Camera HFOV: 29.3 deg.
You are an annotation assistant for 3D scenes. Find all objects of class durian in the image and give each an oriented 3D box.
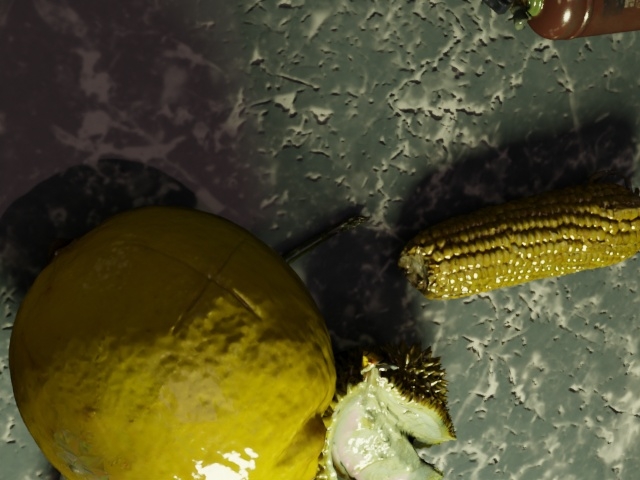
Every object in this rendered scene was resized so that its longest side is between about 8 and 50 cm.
[{"bbox_3d":[0.040,0.173,1.259,0.193,0.138,0.237,-32,139,-24],"label":"durian"}]

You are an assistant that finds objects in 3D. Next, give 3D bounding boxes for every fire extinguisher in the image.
[{"bbox_3d":[0.296,-0.284,1.297,0.344,0.102,0.138,-9,73,-18],"label":"fire extinguisher"}]

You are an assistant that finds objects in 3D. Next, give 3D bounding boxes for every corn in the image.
[{"bbox_3d":[0.226,-0.002,1.328,0.293,0.106,0.106,-13,107,-19],"label":"corn"}]

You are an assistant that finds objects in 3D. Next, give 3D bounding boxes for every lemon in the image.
[{"bbox_3d":[-0.131,0.115,1.116,0.297,0.297,0.297,-5,104,-20],"label":"lemon"}]

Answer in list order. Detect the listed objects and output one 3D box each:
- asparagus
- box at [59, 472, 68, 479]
[{"bbox_3d":[0.000,0.000,1.287,0.114,0.014,0.015,-31,90,-11],"label":"asparagus"},{"bbox_3d":[-0.200,0.295,1.263,0.152,0.048,0.100,9,101,-21],"label":"box"}]
